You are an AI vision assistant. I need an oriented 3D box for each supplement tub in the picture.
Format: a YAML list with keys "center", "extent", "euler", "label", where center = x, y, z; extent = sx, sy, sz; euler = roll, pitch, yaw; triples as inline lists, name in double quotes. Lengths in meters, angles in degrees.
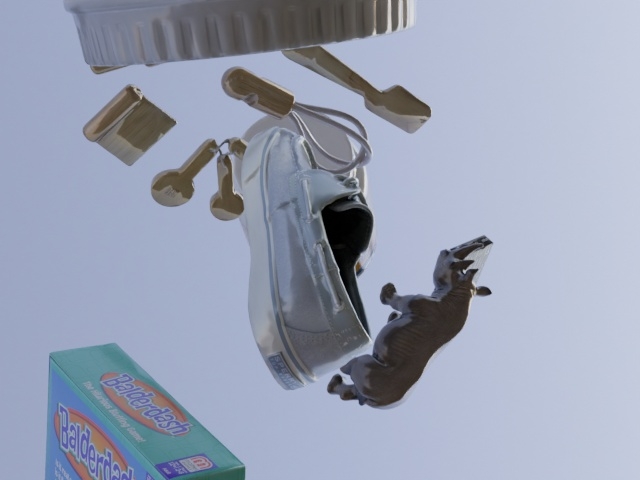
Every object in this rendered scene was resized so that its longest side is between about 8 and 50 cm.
- center: [-0.017, -0.038, 1.412]
  extent: [0.144, 0.199, 0.144]
  euler: [-3, -115, 6]
  label: "supplement tub"

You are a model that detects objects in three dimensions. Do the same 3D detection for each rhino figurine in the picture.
- center: [0.112, 0.095, 1.516]
  extent: [0.243, 0.106, 0.073]
  euler: [-48, -48, -15]
  label: "rhino figurine"

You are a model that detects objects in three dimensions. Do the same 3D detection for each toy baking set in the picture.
- center: [-0.053, -0.106, 1.037]
  extent: [0.030, 0.256, 0.197]
  euler: [-99, -15, -44]
  label: "toy baking set"

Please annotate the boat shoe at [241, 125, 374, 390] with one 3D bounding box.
- center: [0.000, 0.000, 0.875]
  extent: [0.227, 0.081, 0.079]
  euler: [-95, -21, -47]
  label: "boat shoe"

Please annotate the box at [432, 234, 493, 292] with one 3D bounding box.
- center: [0.181, 0.038, 1.694]
  extent: [0.067, 0.018, 0.083]
  euler: [-21, -38, -37]
  label: "box"

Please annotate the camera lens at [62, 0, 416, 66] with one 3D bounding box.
- center: [-0.056, -0.248, 0.758]
  extent: [0.219, 0.219, 0.274]
  euler: [-14, -77, -33]
  label: "camera lens"

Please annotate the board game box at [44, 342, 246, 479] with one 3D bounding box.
- center: [-0.109, 0.186, 0.761]
  extent: [0.047, 0.160, 0.210]
  euler: [-8, -65, -33]
  label: "board game box"
